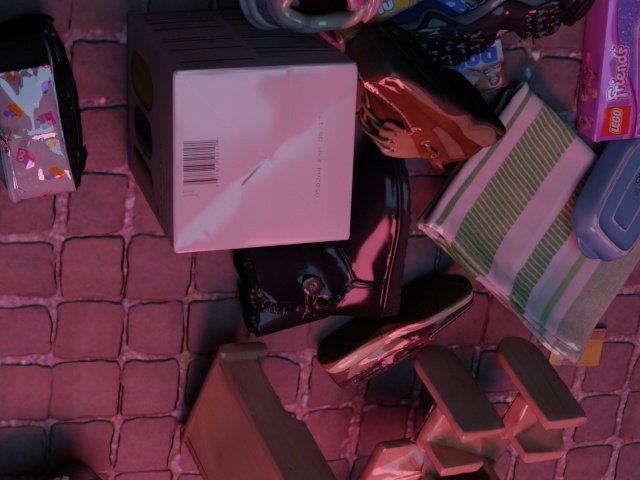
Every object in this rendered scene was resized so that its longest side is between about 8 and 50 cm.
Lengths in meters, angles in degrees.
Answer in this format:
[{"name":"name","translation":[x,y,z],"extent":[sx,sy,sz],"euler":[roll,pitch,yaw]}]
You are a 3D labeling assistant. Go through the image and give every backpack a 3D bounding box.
[{"name":"backpack","translation":[-0.329,-0.134,1.517],"extent":[0.144,0.166,0.188],"euler":[-19,113,-8]}]

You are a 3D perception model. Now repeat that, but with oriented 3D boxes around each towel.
[{"name":"towel","translation":[0.362,0.150,1.967],"extent":[0.083,0.009,0.060],"euler":[1,112,-19]},{"name":"towel","translation":[0.294,-0.021,1.820],"extent":[0.325,0.038,0.248],"euler":[40,78,-29]}]

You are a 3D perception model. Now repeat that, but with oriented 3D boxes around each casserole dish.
[{"name":"casserole dish","translation":[0.402,-0.058,1.840],"extent":[0.114,0.037,0.188],"euler":[40,72,-31]}]

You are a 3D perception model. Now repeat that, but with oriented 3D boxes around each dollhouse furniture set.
[{"name":"dollhouse furniture set","translation":[0.060,0.272,1.794],"extent":[0.394,0.256,0.362],"euler":[-2,133,-34]}]

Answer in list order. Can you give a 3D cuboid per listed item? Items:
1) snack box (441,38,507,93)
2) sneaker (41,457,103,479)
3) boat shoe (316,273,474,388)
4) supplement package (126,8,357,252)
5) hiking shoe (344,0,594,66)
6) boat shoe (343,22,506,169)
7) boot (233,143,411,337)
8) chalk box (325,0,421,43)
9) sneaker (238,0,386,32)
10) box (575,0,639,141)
[{"name":"snack box","translation":[0.144,-0.199,1.735],"extent":[0.178,0.022,0.064],"euler":[-19,117,-11]},{"name":"sneaker","translation":[-0.402,0.347,1.670],"extent":[0.258,0.169,0.447],"euler":[-61,144,-13]},{"name":"boat shoe","translation":[0.105,0.121,1.831],"extent":[0.223,0.080,0.073],"euler":[-28,126,1]},{"name":"supplement package","translation":[-0.095,-0.131,1.544],"extent":[0.198,0.263,0.199],"euler":[-5,113,-17]},{"name":"hiking shoe","translation":[0.169,-0.292,1.671],"extent":[0.304,0.113,0.132],"euler":[-14,74,-2]},{"name":"boat shoe","translation":[0.108,-0.146,1.608],"extent":[0.120,0.123,0.324],"euler":[-38,153,16]},{"name":"boot","translation":[0.000,0.000,1.729],"extent":[0.207,0.094,0.247],"euler":[-6,117,-19]},{"name":"chalk box","translation":[0.019,-0.355,1.563],"extent":[0.132,0.132,0.213],"euler":[-27,119,-6]},{"name":"sneaker","translation":[0.044,-0.279,1.466],"extent":[0.252,0.111,0.103],"euler":[-27,119,-6]},{"name":"box","translation":[0.440,-0.279,1.783],"extent":[0.200,0.057,0.293],"euler":[-6,114,-17]}]
